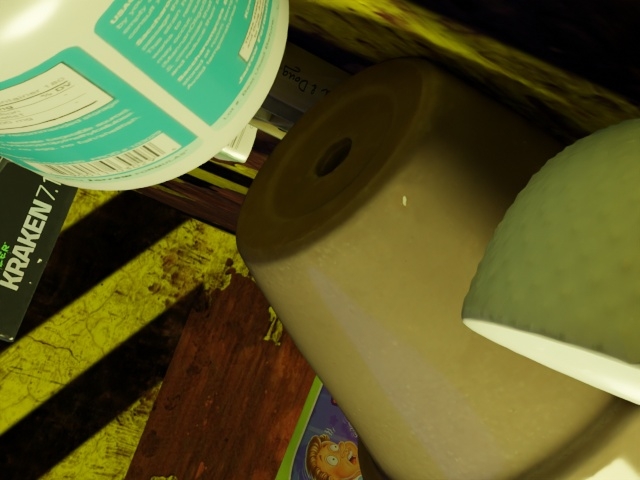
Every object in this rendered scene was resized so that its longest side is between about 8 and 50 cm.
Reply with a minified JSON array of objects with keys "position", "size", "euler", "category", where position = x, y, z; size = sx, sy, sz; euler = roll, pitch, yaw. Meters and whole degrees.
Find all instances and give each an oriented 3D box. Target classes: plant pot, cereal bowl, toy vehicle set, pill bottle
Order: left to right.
[{"position":[-0.106,-0.108,0.528],"size":[0.146,0.146,0.264],"euler":[21,176,13],"category":"pill bottle"},{"position":[-0.044,-0.107,1.040],"size":[0.267,0.035,0.166],"euler":[24,175,-35],"category":"toy vehicle set"},{"position":[0.078,0.022,0.891],"size":[0.229,0.263,0.263],"euler":[42,168,-24],"category":"plant pot"},{"position":[0.237,0.031,0.643],"size":[0.339,0.141,0.339],"euler":[21,176,2],"category":"cereal bowl"}]

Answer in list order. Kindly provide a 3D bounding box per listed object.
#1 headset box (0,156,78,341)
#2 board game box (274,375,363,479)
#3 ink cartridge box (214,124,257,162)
[{"position":[-0.308,-0.098,1.071],"size":[0.283,0.246,0.131],"euler":[24,176,-26],"category":"headset box"},{"position":[0.108,0.136,1.290],"size":[0.233,0.347,0.078],"euler":[18,174,40],"category":"board game box"},{"position":[-0.167,-0.127,1.351],"size":[0.181,0.056,0.225],"euler":[23,174,-21],"category":"ink cartridge box"}]
